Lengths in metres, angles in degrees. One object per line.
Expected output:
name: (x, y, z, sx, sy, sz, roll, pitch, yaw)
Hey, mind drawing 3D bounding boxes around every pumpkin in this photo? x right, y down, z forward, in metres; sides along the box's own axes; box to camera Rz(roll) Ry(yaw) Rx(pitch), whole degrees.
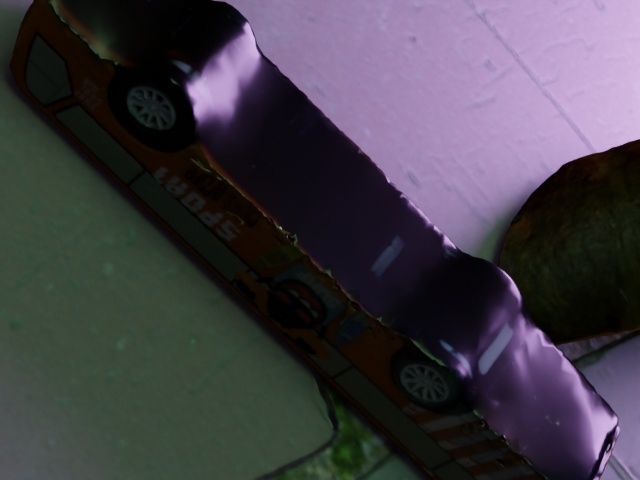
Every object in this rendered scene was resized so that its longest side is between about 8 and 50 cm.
pumpkin: (0.267, -0.016, 1.182, 0.312, 0.169, 0.148, -5, 75, -37)

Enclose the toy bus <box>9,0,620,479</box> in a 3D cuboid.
toy bus: (0.000, 0.000, 1.036, 0.409, 0.092, 0.093, 45, 48, -10)
